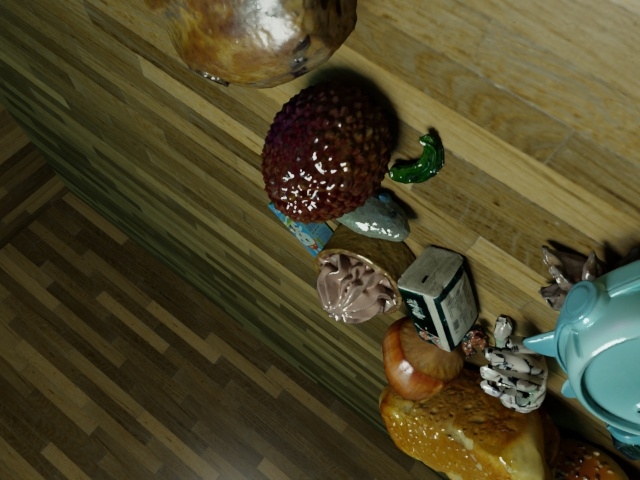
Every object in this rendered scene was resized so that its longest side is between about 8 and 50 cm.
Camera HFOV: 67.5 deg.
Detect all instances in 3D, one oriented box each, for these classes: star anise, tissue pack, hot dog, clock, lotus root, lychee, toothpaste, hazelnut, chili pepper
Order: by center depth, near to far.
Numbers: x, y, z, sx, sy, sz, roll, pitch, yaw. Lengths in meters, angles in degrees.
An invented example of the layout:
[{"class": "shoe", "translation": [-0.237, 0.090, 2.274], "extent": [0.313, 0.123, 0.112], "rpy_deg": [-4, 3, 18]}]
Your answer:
[{"class": "clock", "translation": [0.370, 0.124, 0.502], "extent": [0.274, 0.094, 0.223], "rpy_deg": [-28, 113, 37]}, {"class": "lotus root", "translation": [-0.079, -0.257, 0.507], "extent": [0.290, 0.193, 0.193], "rpy_deg": [17, 148, 43]}, {"class": "star anise", "translation": [0.353, 0.072, 0.592], "extent": [0.195, 0.065, 0.182], "rpy_deg": [41, 154, 18]}, {"class": "chili pepper", "translation": [0.134, -0.101, 0.651], "extent": [0.055, 0.035, 0.118], "rpy_deg": [25, 163, -7]}, {"class": "lychee", "translation": [-0.001, -0.112, 0.656], "extent": [0.188, 0.188, 0.188], "rpy_deg": [33, 157, 16]}, {"class": "tissue pack", "translation": [0.206, 0.102, 0.826], "extent": [0.090, 0.103, 0.170], "rpy_deg": [25, 154, 40]}, {"class": "hazelnut", "translation": [0.213, 0.246, 1.008], "extent": [0.182, 0.182, 0.182], "rpy_deg": [33, 157, 16]}, {"class": "hot dog", "translation": [0.327, 0.389, 1.022], "extent": [0.405, 0.223, 0.185], "rpy_deg": [7, 120, 55]}, {"class": "toothpaste", "translation": [0.000, 0.000, 1.025], "extent": [0.267, 0.050, 0.065], "rpy_deg": [49, 153, -22]}]

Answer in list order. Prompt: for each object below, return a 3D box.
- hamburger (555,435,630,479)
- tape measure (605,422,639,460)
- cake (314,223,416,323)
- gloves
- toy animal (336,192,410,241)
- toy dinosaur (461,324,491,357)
[{"class": "hamburger", "translation": [0.496, 0.556, 0.979], "extent": [0.176, 0.300, 0.300], "rpy_deg": [37, 163, -36]}, {"class": "tape measure", "translation": [0.459, 0.232, 0.644], "extent": [0.081, 0.125, 0.146], "rpy_deg": [38, 145, -2]}, {"class": "cake", "translation": [0.067, 0.078, 0.909], "extent": [0.185, 0.178, 0.207], "rpy_deg": [46, 160, -15]}, {"class": "gloves", "translation": [0.340, 0.220, 0.830], "extent": [0.111, 0.128, 0.212], "rpy_deg": [18, 154, 24]}, {"class": "toy animal", "translation": [0.038, -0.073, 0.795], "extent": [0.252, 0.079, 0.070], "rpy_deg": [35, 163, 16]}, {"class": "toy dinosaur", "translation": [0.294, 0.195, 0.925], "extent": [0.154, 0.049, 0.055], "rpy_deg": [67, -179, -69]}]
